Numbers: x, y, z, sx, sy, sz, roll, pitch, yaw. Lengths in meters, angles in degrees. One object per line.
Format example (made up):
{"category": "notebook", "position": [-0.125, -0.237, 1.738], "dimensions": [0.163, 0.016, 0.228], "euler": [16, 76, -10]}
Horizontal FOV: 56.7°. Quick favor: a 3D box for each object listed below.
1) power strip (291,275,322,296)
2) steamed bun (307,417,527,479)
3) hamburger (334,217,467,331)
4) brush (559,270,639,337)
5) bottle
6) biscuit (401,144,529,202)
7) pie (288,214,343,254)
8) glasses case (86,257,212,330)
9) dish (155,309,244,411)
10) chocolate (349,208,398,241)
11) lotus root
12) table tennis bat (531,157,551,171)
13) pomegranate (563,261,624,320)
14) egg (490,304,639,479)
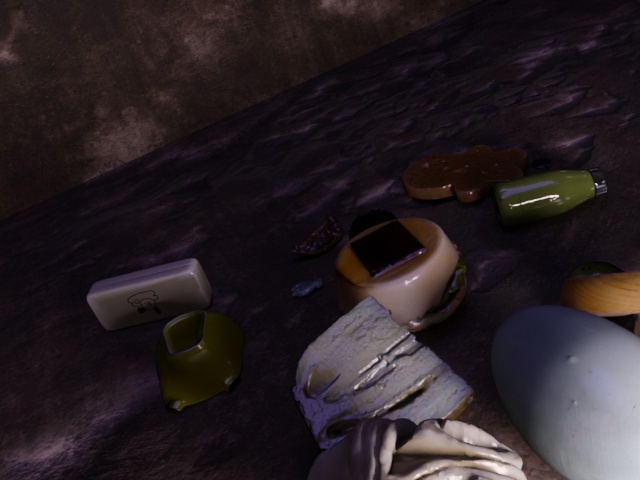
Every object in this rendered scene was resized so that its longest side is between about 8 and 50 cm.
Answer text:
{"category": "power strip", "position": [-0.036, 0.113, 1.493], "dimensions": [0.083, 0.035, 0.055], "euler": [-20, 31, 4]}
{"category": "steamed bun", "position": [0.152, 0.351, 0.791], "dimensions": [0.289, 0.276, 0.203], "euler": [4, 42, 43]}
{"category": "hamburger", "position": [0.172, 0.082, 1.301], "dimensions": [0.301, 0.170, 0.302], "euler": [-18, 29, 11]}
{"category": "brush", "position": [0.539, 0.136, 0.978], "dimensions": [0.266, 0.166, 0.174], "euler": [-3, -10, 31]}
{"category": "bottle", "position": [0.557, -0.114, 1.443], "dimensions": [0.260, 0.112, 0.112], "euler": [-14, 32, 8]}
{"category": "biscuit", "position": [0.408, -0.186, 1.695], "dimensions": [0.354, 0.052, 0.275], "euler": [-5, 34, 24]}
{"category": "pie", "position": [0.003, 0.000, 1.651], "dimensions": [0.088, 0.033, 0.191], "euler": [27, 51, 31]}
{"category": "glasses case", "position": [-0.454, 0.145, 1.581], "dimensions": [0.312, 0.131, 0.070], "euler": [-13, 31, 9]}
{"category": "dish", "position": [-0.292, 0.248, 1.356], "dimensions": [0.221, 0.108, 0.262], "euler": [-22, 31, -2]}
{"category": "chocolate", "position": [0.161, -0.015, 1.525], "dimensions": [0.156, 0.156, 0.133], "euler": [-6, 6, 21]}
{"category": "lotus root", "position": [0.089, 0.286, 1.061], "dimensions": [0.260, 0.149, 0.267], "euler": [-37, 55, -18]}
{"category": "table tennis bat", "position": [0.623, -0.211, 1.656], "dimensions": [0.050, 0.007, 0.083], "euler": [-17, 30, 4]}
{"category": "pomegranate", "position": [0.527, 0.104, 1.127], "dimensions": [0.130, 0.130, 0.130], "euler": [-14, 32, 9]}
{"category": "egg", "position": [0.394, 0.225, 0.896], "dimensions": [0.229, 0.230, 0.371], "euler": [-22, 26, -5]}
